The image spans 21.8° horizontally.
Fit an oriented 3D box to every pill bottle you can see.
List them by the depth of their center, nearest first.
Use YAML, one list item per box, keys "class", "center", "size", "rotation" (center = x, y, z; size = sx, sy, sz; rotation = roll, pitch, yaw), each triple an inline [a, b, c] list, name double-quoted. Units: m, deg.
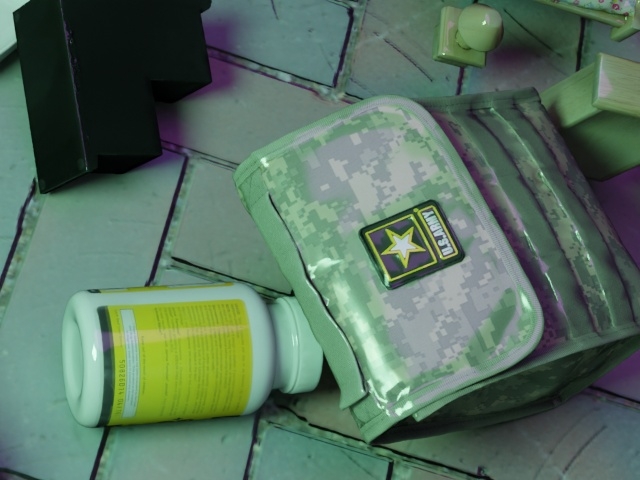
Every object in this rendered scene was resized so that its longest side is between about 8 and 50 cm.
- class: "pill bottle"
  center: [-0.096, 0.084, 1.250]
  size: [0.184, 0.103, 0.103]
  rotation: [-2, 59, -19]

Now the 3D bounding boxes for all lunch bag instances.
- class: "lunch bag"
  center: [0.092, 0.018, 1.269]
  size: [0.287, 0.169, 0.235]
  rotation: [-9, 65, -45]

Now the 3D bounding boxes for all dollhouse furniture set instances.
- class: "dollhouse furniture set"
  center: [0.275, -0.245, 1.459]
  size: [0.303, 0.174, 0.356]
  rotation: [13, 74, -20]

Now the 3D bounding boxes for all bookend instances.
- class: "bookend"
  center: [-0.160, -0.123, 1.375]
  size: [0.157, 0.072, 0.156]
  rotation: [-3, 78, -42]

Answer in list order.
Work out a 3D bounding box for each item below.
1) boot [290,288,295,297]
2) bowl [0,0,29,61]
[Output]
- class: "boot"
  center: [0.000, 0.000, 1.372]
  size: [0.121, 0.045, 0.099]
  rotation: [-24, 71, -37]
- class: "bowl"
  center: [-0.305, -0.201, 1.397]
  size: [0.142, 0.053, 0.142]
  rotation: [34, 54, 6]
